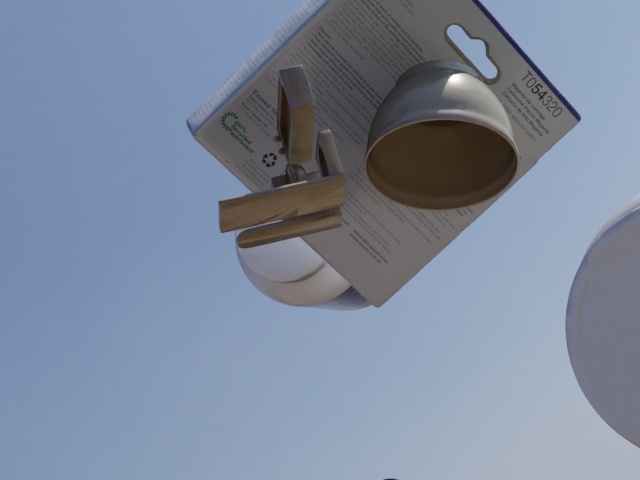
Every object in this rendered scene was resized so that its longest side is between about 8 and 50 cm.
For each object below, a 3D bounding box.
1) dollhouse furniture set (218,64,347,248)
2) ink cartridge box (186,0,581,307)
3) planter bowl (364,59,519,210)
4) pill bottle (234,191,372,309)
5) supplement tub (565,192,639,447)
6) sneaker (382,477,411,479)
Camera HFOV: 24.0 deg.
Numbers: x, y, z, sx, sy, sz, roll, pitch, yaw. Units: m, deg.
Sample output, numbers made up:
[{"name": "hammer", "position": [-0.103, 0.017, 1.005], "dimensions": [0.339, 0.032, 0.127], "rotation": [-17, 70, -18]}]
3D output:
[{"name": "dollhouse furniture set", "position": [-0.058, -0.078, 1.495], "dimensions": [0.123, 0.151, 0.144], "rotation": [-13, -25, -10]}, {"name": "ink cartridge box", "position": [0.075, -0.137, 1.702], "dimensions": [0.330, 0.324, 0.071], "rotation": [-43, 27, 5]}, {"name": "planter bowl", "position": [0.126, -0.121, 1.591], "dimensions": [0.162, 0.109, 0.162], "rotation": [1, -33, 0]}, {"name": "pill bottle", "position": [0.000, 0.000, 1.991], "dimensions": [0.181, 0.181, 0.323], "rotation": [-39, -13, 11]}, {"name": "supplement tub", "position": [0.348, 0.062, 1.262], "dimensions": [0.241, 0.241, 0.331], "rotation": [-42, -15, 20]}, {"name": "sneaker", "position": [0.068, 0.242, 1.314], "dimensions": [0.068, 0.071, 0.170], "rotation": [-19, -10, -3]}]
